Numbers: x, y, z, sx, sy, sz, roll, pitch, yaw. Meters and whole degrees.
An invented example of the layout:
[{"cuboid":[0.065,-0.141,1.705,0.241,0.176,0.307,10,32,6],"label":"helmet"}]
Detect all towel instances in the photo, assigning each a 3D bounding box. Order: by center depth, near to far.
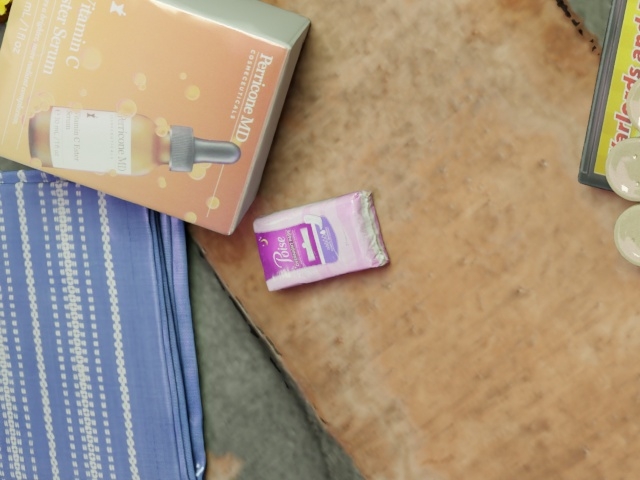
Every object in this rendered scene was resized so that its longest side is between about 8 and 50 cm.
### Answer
[{"cuboid":[-0.232,0.064,1.116,0.336,0.040,0.243,0,102,30],"label":"towel"}]

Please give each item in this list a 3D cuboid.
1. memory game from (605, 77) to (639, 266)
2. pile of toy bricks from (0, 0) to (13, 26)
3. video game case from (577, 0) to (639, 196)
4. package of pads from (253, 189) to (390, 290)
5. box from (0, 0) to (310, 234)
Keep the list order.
[{"cuboid":[0.242,-0.026,0.813,0.186,0.012,0.186,7,105,26],"label":"memory game"},{"cuboid":[-0.246,-0.162,1.032,0.118,0.105,0.212,-34,83,29],"label":"pile of toy bricks"},{"cuboid":[0.281,-0.134,0.797,0.248,0.035,0.275,16,108,24],"label":"video game case"},{"cuboid":[0.000,0.000,0.975,0.083,0.032,0.050,-14,91,30],"label":"package of pads"},{"cuboid":[-0.109,-0.099,0.949,0.170,0.091,0.130,19,110,2],"label":"box"}]
